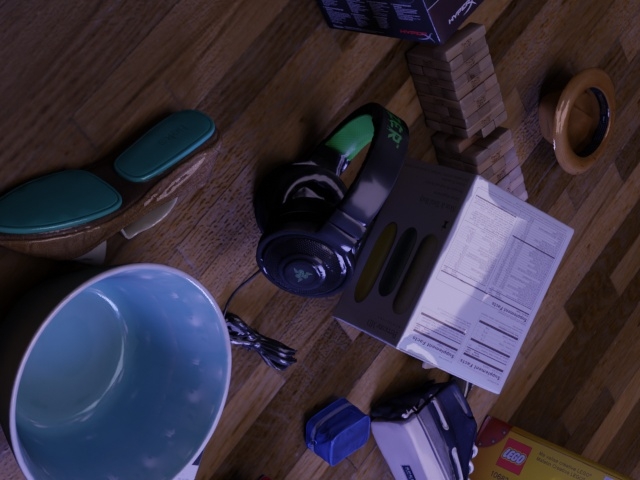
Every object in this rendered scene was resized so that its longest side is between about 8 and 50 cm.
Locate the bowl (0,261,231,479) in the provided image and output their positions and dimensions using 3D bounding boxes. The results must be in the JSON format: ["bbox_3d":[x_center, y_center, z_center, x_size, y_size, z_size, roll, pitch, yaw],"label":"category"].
[{"bbox_3d":[-0.279,0.158,1.608,0.311,0.163,0.312,-16,115,-40],"label":"bowl"}]

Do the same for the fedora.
[{"bbox_3d":[0.421,-0.205,2.213,0.194,0.079,0.194,-23,122,-43],"label":"fedora"}]

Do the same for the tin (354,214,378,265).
[{"bbox_3d":[0.056,0.010,1.969,0.189,0.040,0.106,12,99,-45],"label":"tin"}]

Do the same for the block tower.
[{"bbox_3d":[0.229,-0.173,2.033,0.091,0.097,0.336,-40,129,-28],"label":"block tower"}]

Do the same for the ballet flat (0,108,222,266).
[{"bbox_3d":[-0.258,-0.043,1.619,0.342,0.116,0.124,-35,144,-35],"label":"ballet flat"}]

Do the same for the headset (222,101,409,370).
[{"bbox_3d":[0.000,0.000,1.780,0.185,0.243,0.394,34,109,-18],"label":"headset"}]

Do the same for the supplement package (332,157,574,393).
[{"bbox_3d":[0.189,0.047,1.908,0.198,0.199,0.263,26,88,-29],"label":"supplement package"}]

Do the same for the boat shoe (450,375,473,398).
[{"bbox_3d":[0.241,0.232,2.209,0.038,0.046,0.125,13,86,-40],"label":"boat shoe"}]

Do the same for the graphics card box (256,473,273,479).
[{"bbox_3d":[-0.091,0.550,1.924,0.233,0.094,0.371,-41,137,-32],"label":"graphics card box"}]

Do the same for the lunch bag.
[{"bbox_3d":[0.020,0.290,2.004,0.098,0.065,0.067,-28,136,-36],"label":"lunch bag"}]

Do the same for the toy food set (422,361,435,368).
[{"bbox_3d":[0.202,0.109,2.135,0.132,0.038,0.192,7,99,-60],"label":"toy food set"}]

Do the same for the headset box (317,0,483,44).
[{"bbox_3d":[0.061,-0.410,1.707,0.110,0.218,0.293,-48,130,-23],"label":"headset box"}]

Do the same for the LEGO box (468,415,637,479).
[{"bbox_3d":[0.521,0.520,2.246,0.372,0.500,0.193,35,79,-45],"label":"LEGO box"}]

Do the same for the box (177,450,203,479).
[{"bbox_3d":[-0.246,0.376,1.780,0.100,0.060,0.244,18,91,-46],"label":"box"}]

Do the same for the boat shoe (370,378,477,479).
[{"bbox_3d":[0.211,0.386,2.135,0.158,0.127,0.341,-30,107,-37],"label":"boat shoe"}]
